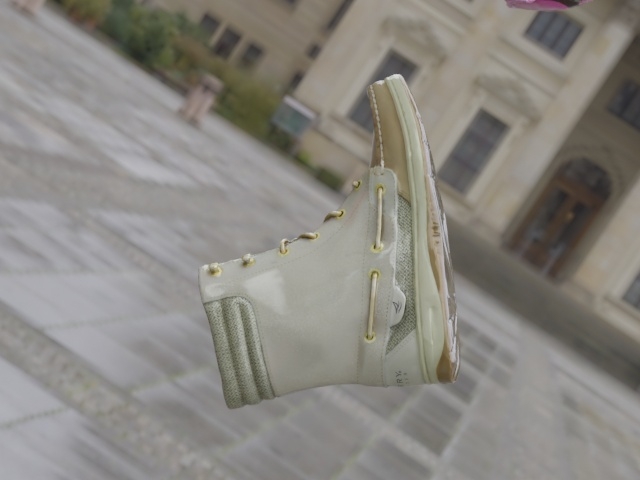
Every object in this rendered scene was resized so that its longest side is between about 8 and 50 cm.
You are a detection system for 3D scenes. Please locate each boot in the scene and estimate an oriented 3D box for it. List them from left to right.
[{"bbox_3d":[0.000,0.000,1.049,0.165,0.213,0.077,-9,-18,10],"label":"boot"}]

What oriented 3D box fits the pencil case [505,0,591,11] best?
[{"bbox_3d":[0.152,-0.257,1.044,0.098,0.209,0.095,-10,6,-32],"label":"pencil case"}]
